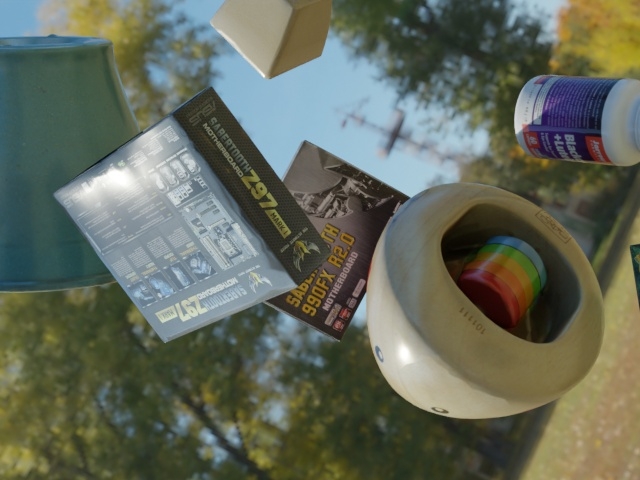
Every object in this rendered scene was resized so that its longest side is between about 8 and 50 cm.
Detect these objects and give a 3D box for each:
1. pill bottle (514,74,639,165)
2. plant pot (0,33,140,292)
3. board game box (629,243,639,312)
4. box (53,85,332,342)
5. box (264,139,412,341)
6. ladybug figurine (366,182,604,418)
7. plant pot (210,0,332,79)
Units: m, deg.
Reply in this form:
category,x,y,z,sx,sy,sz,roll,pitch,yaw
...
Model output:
category,x,y,z,sx,sy,sz,roll,pitch,yaw
pill bottle,0.346,-0.147,1.616,0.108,0.193,0.108,-10,-76,-45
plant pot,-0.316,-0.098,1.466,0.271,0.271,0.255,-37,-52,-71
board game box,0.429,0.147,1.663,0.136,0.030,0.260,51,-147,-57
box,-0.121,-0.016,1.187,0.059,0.183,0.232,-42,11,-38
box,0.000,0.000,1.861,0.231,0.183,0.056,-61,7,-2
ladybug figurine,0.197,0.081,1.636,0.162,0.305,0.449,-52,-10,33
plant pot,-0.048,-0.278,1.589,0.109,0.109,0.096,-31,-18,-43
